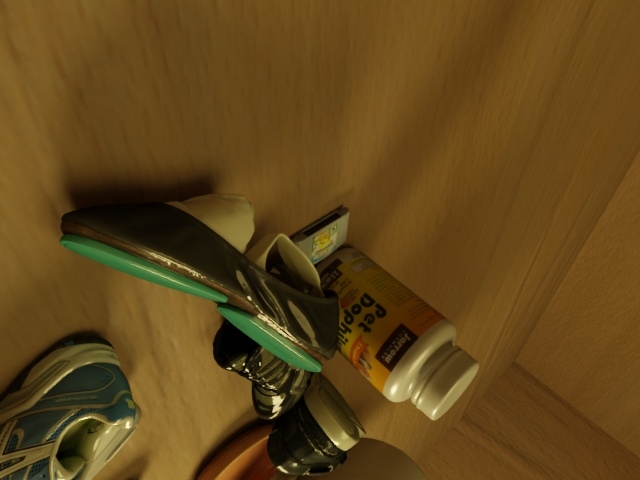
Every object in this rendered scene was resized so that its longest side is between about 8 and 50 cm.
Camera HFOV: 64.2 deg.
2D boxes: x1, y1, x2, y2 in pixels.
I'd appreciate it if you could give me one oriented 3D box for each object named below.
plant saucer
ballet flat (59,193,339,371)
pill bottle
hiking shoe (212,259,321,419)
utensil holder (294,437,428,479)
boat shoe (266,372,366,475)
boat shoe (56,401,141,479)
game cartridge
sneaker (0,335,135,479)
[{"bbox_3d":[-0.127,0.362,0.803,0.200,0.037,0.200,-34,146,-27],"label":"plant saucer"},{"bbox_3d":[-0.074,0.023,0.427,0.280,0.095,0.096,41,62,-45],"label":"ballet flat"},{"bbox_3d":[0.080,0.111,0.623,0.117,0.215,0.117,-35,147,-27],"label":"pill bottle"},{"bbox_3d":[-0.073,0.122,0.576,0.114,0.086,0.227,-14,126,-35],"label":"hiking shoe"},{"bbox_3d":[0.045,0.577,0.927,0.328,0.327,0.385,-57,164,12],"label":"utensil holder"},{"bbox_3d":[-0.008,0.280,0.755,0.113,0.127,0.340,-40,170,-5],"label":"boat shoe"},{"bbox_3d":[-0.240,0.213,0.460,0.184,0.066,0.063,-52,151,-18],"label":"boat shoe"},{"bbox_3d":[0.000,0.000,0.591,0.083,0.017,0.056,-32,150,-29],"label":"game cartridge"},{"bbox_3d":[-0.236,0.172,0.392,0.211,0.081,0.080,-45,152,-7],"label":"sneaker"}]
